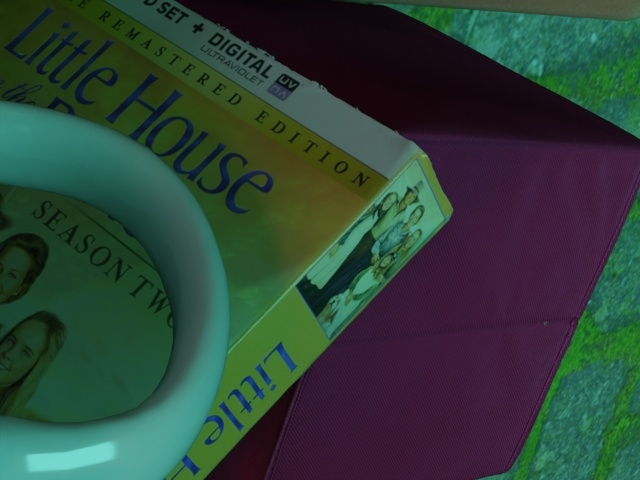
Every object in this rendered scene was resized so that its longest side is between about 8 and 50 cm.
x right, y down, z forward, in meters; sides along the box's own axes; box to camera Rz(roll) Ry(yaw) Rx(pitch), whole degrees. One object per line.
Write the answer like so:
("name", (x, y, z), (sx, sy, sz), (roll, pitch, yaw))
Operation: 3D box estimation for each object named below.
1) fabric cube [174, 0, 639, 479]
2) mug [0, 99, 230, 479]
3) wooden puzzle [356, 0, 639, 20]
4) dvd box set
("fabric cube", (0.000, 0.000, 0.934), (0.258, 0.254, 0.259), (-3, 120, -48))
("mug", (-0.220, 0.026, 0.569), (0.374, 0.328, 0.276), (0, 133, -14))
("wooden puzzle", (-0.041, -0.198, 0.697), (0.348, 0.322, 0.080), (16, 86, -51))
("dvd box set", (-0.184, 0.052, 0.718), (0.420, 0.308, 0.062), (-46, 143, -12))
